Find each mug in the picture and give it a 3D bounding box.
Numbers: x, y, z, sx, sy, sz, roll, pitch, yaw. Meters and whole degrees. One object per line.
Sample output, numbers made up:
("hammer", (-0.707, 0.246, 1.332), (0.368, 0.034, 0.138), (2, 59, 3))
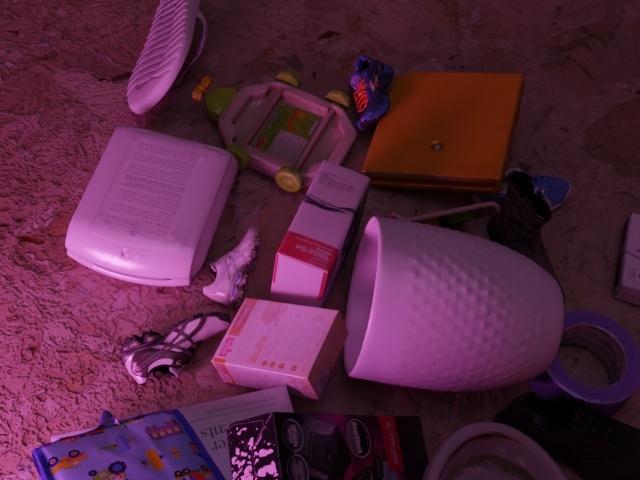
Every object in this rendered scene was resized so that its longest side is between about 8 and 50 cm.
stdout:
("mug", (0.225, 0.101, 1.594), (0.328, 0.276, 0.374), (10, 23, -6))

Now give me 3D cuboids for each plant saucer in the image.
("plant saucer", (0.260, 0.473, 1.347), (0.401, 0.100, 0.400), (23, 53, -34))

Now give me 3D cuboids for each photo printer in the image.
("photo printer", (-0.315, -0.057, 1.703), (0.256, 0.107, 0.307), (13, 54, 2))

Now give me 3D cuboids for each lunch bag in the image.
("lunch bag", (-0.261, 0.350, 1.279), (0.221, 0.138, 0.293), (-14, 46, -26))

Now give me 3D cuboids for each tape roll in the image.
("tape roll", (0.470, 0.223, 1.631), (0.189, 0.080, 0.189), (4, 53, -6))

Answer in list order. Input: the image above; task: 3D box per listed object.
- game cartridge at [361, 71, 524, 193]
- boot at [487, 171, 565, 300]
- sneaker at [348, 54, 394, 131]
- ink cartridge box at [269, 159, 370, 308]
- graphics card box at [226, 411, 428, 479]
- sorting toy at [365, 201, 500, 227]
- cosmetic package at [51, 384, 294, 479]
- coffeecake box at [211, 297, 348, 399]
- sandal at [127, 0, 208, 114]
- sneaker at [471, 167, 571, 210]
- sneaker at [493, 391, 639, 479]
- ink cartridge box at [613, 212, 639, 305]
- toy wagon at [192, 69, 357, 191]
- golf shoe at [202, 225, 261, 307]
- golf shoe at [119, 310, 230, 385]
("game cartridge", (0.260, -0.232, 1.899), (0.285, 0.052, 0.323), (5, 49, 20))
("boot", (0.398, 0.001, 1.729), (0.084, 0.161, 0.246), (-14, 58, -18))
("sneaker", (0.096, -0.314, 1.951), (0.087, 0.083, 0.221), (30, 40, -20))
("ink cartridge box", (0.000, 0.000, 1.666), (0.100, 0.172, 0.237), (21, 54, 6))
("graphics card box", (0.033, 0.365, 1.292), (0.371, 0.094, 0.232), (15, 61, -49))
("sorting toy", (0.209, -0.036, 1.728), (0.208, 0.193, 0.038), (-7, 87, -15))
("cosmetic package", (-0.198, 0.401, 1.397), (0.377, 0.097, 0.284), (-11, 60, -15))
("coffeecake box", (-0.068, 0.180, 1.549), (0.186, 0.068, 0.142), (6, 50, 27))
("sandal", (-0.301, -0.419, 1.966), (0.102, 0.169, 0.416), (37, 45, -32))
("sneaker", (0.416, -0.102, 1.856), (0.211, 0.081, 0.080), (-8, 56, -13))
("sneaker", (0.440, 0.325, 1.522), (0.286, 0.130, 0.109), (11, 52, -2))
("ink cartridge box", (0.704, 0.062, 1.798), (0.232, 0.066, 0.189), (15, 53, 8))
("toy wagon", (-0.102, -0.242, 1.893), (0.344, 0.068, 0.267), (23, 54, 9))
("golf shoe", (-0.162, 0.038, 1.684), (0.086, 0.069, 0.176), (12, 52, 8))
("golf shoe", (-0.239, 0.186, 1.569), (0.198, 0.077, 0.093), (-20, 74, -16))
